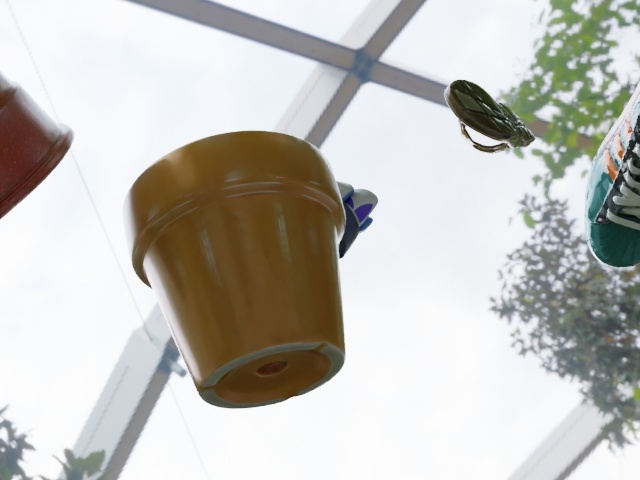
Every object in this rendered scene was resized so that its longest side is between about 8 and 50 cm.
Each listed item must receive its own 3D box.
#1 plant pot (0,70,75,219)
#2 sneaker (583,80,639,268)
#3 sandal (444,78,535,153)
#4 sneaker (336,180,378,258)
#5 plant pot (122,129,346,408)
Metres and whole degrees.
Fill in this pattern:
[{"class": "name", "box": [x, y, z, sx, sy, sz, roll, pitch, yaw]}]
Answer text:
[{"class": "plant pot", "box": [-0.406, -0.124, 0.667, 0.272, 0.272, 0.265, -43, -60, -20]}, {"class": "sneaker", "box": [0.351, -0.093, 0.800, 0.121, 0.108, 0.302, -49, -26, -61]}, {"class": "sandal", "box": [0.178, -0.122, 0.827, 0.049, 0.072, 0.180, -39, -21, 25]}, {"class": "sneaker", "box": [0.000, 0.000, 1.094, 0.236, 0.323, 0.130, -34, -59, -12]}, {"class": "plant pot", "box": [-0.062, 0.039, 0.693, 0.205, 0.188, 0.205, -13, -30, -8]}]
